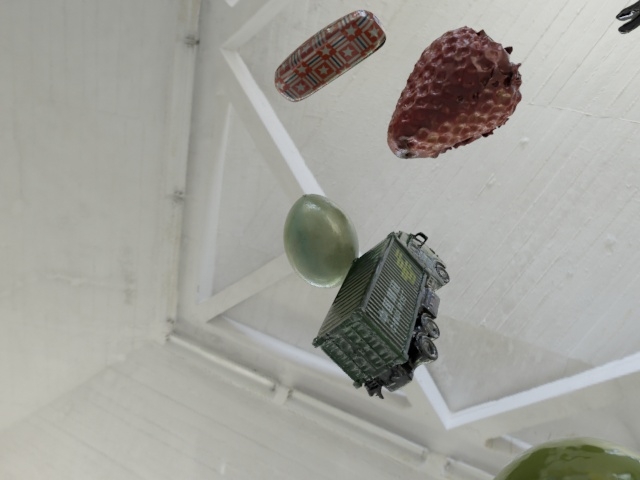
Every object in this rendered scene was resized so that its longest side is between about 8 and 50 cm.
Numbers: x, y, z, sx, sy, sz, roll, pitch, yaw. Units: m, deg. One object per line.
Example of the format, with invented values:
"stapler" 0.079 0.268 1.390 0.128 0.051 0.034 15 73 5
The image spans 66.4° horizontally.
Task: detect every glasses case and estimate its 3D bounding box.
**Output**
"glasses case" 0.008 -0.289 0.763 0.195 0.073 0.049 -25 -129 30

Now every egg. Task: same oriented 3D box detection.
"egg" 0.000 0.000 0.752 0.114 0.114 0.152 -23 -103 28

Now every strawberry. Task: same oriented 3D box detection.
"strawberry" 0.215 -0.231 0.846 0.244 0.205 0.205 -42 -97 -13

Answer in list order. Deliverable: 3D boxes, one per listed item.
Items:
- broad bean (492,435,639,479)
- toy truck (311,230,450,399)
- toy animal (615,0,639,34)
"broad bean" 0.204 0.297 0.357 0.119 0.290 0.238 20 -33 -22
"toy truck" 0.094 0.077 0.637 0.121 0.259 0.088 45 -58 -7
"toy animal" 0.220 -0.316 0.429 0.324 0.090 0.195 26 -37 9
